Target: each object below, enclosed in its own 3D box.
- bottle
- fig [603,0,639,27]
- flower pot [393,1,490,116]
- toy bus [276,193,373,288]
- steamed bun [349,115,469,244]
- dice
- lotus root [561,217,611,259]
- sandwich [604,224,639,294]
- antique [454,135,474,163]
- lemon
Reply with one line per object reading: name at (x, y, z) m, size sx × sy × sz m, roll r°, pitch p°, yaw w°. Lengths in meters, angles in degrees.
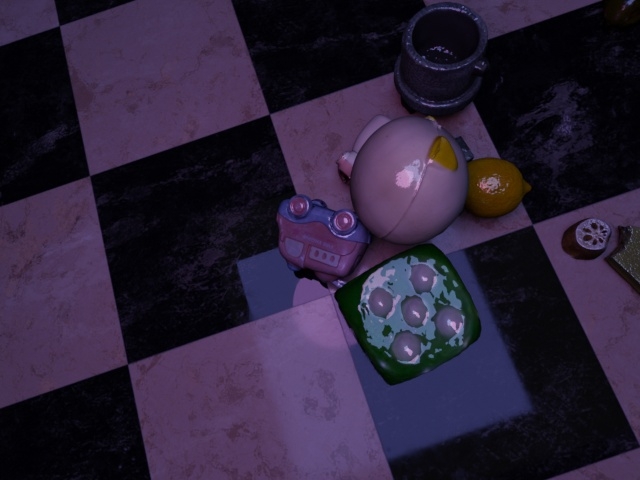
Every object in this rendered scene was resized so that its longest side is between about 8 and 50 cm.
bottle at (0.152, -0.269, 1.330) m, size 0.236 × 0.147 × 0.147 m, roll -46°, pitch 77°, yaw 1°
fig at (1.011, -0.812, 1.400) m, size 0.132 × 0.126 × 0.185 m, roll -19°, pitch 79°, yaw 14°
flower pot at (0.387, -0.547, 1.307) m, size 0.299 × 0.283 × 0.299 m, roll -2°, pitch 73°, yaw 6°
toy bus at (0.000, 0.000, 1.247) m, size 0.294 × 0.197 × 0.232 m, roll 19°, pitch 96°, yaw 13°
steamed bun at (0.232, -0.160, 1.118) m, size 0.333 × 0.334 × 0.374 m, roll -1°, pitch 32°, yaw 4°
dice at (0.227, 0.195, 1.128) m, size 0.300 × 0.297 × 0.287 m, roll -28°, pitch 79°, yaw -3°
lotus root at (0.793, -0.007, 1.247) m, size 0.112 × 0.081 × 0.122 m, roll 25°, pitch 79°, yaw 18°
sandwich at (0.947, 0.089, 1.219) m, size 0.212 × 0.063 × 0.245 m, roll 15°, pitch 77°, yaw 12°
antique at (0.377, -0.242, 1.328) m, size 0.183 × 0.088 × 0.086 m, roll -26°, pitch 75°, yaw -2°
lemon at (0.496, -0.157, 1.247) m, size 0.244 × 0.187 × 0.187 m, roll 1°, pitch 76°, yaw 16°
